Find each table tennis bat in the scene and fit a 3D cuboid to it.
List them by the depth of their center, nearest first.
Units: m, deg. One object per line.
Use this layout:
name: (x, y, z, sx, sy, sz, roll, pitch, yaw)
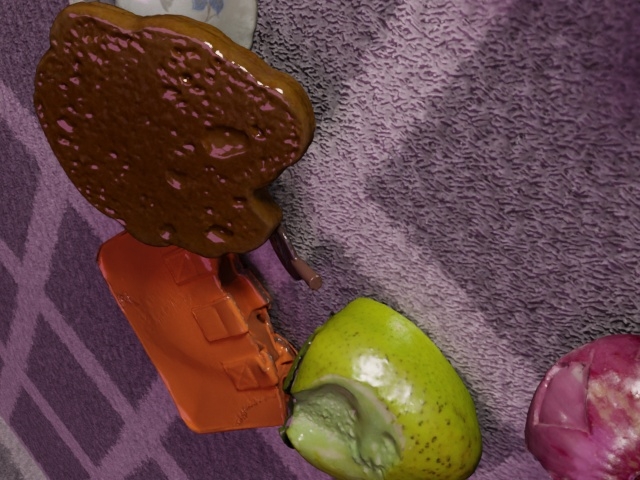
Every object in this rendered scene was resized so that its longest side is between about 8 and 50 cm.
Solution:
table tennis bat: (0.000, 0.000, 0.812, 0.170, 0.119, 0.107, 44, 157, 52)

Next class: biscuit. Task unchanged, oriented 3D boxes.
biscuit: (-0.186, -0.132, 0.721, 0.381, 0.074, 0.358, -2, 125, 17)

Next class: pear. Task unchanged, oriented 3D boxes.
pear: (0.089, 0.256, 0.773, 0.292, 0.159, 0.292, 16, 121, 29)

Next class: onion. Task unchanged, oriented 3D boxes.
onion: (0.325, 0.186, 0.539, 0.207, 0.201, 0.200, 47, 134, 28)

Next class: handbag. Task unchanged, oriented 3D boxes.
handbag: (-0.209, 0.135, 0.982, 0.303, 0.116, 0.410, -21, 99, 40)

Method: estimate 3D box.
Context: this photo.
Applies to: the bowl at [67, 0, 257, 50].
bowl: (-0.248, -0.333, 0.746, 0.313, 0.146, 0.313, 17, 121, 31)
